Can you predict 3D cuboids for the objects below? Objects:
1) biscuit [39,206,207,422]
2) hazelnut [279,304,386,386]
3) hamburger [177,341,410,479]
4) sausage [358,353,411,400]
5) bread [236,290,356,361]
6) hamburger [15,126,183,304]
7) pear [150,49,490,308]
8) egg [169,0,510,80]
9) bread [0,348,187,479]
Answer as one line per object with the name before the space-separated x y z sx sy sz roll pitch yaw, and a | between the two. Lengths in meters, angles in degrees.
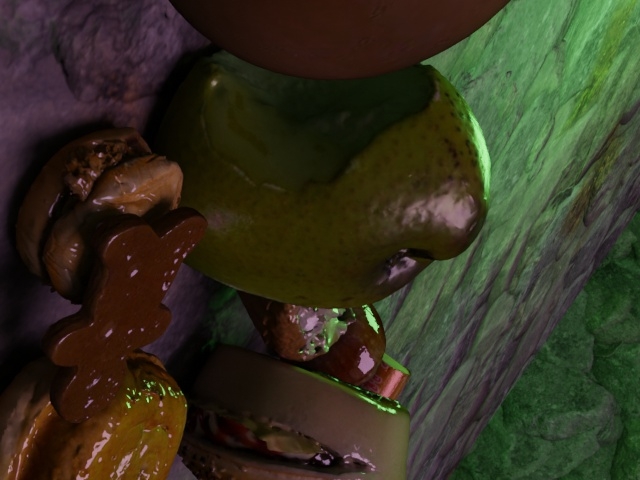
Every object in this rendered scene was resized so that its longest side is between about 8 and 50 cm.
biscuit | -0.170 0.062 0.837 0.138 0.031 0.205 -13 132 -56
hazelnut | 0.016 0.140 1.422 0.154 0.143 0.143 -39 156 -5
hamburger | -0.037 0.237 1.233 0.300 0.300 0.176 41 65 -68
sausage | 0.040 0.338 1.774 0.312 0.093 0.093 -59 158 2
bread | 0.000 0.000 1.153 0.274 0.149 0.274 -54 165 -21
hamburger | -0.182 -0.019 0.847 0.138 0.083 0.147 -35 150 -53
pear | 0.014 -0.070 0.940 0.286 0.281 0.176 -49 162 -22
egg | 0.032 -0.286 0.663 0.374 0.301 0.301 -62 158 7
bread | -0.222 0.194 0.980 0.236 0.120 0.198 10 102 -69
